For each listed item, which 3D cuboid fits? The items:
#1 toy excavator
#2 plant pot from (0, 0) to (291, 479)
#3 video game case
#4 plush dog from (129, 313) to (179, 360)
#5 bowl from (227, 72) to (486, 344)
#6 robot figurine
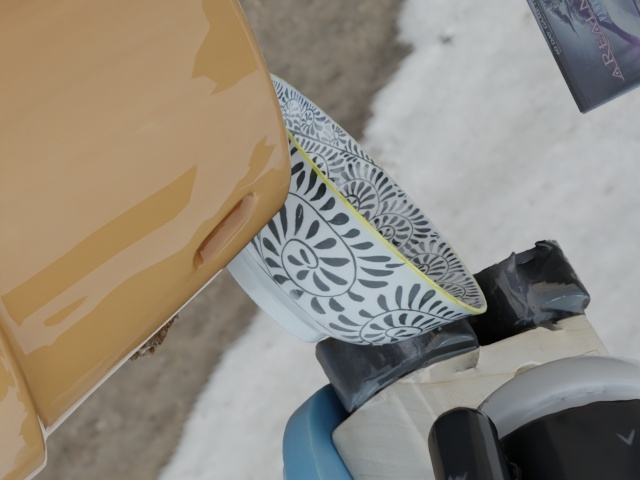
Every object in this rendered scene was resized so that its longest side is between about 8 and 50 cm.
[{"bbox_3d":[0.092,0.204,1.507,0.433,0.222,0.445,-14,159,-47],"label":"toy excavator"},{"bbox_3d":[-0.148,-0.048,0.770,0.203,0.291,0.291,-31,148,-17],"label":"plant pot"},{"bbox_3d":[0.225,-0.217,1.448,0.026,0.196,0.274,-25,179,-21],"label":"video game case"},{"bbox_3d":[-0.155,-0.051,1.192,0.225,0.210,0.262,12,109,-23],"label":"plush dog"},{"bbox_3d":[0.000,0.000,0.980,0.080,0.170,0.170,-43,146,11],"label":"bowl"},{"bbox_3d":[0.153,0.185,0.979,0.173,0.278,0.209,-8,127,-1],"label":"robot figurine"}]
